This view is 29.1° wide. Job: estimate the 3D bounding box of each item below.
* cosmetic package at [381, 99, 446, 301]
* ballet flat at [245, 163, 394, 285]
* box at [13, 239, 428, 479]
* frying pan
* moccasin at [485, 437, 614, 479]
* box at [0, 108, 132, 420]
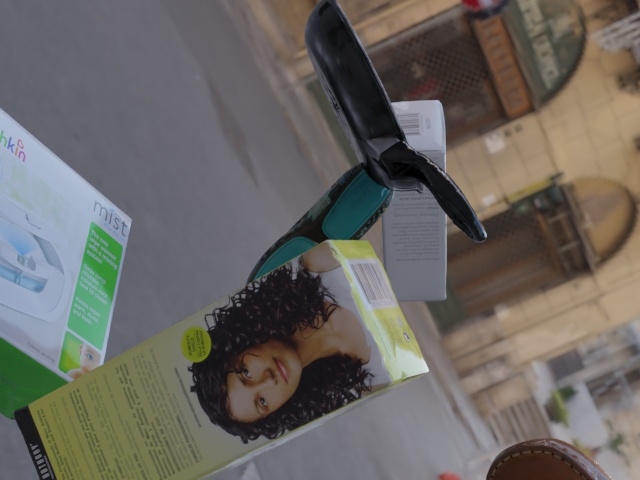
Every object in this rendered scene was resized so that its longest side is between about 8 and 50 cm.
[{"bbox_3d":[0.117,-0.046,1.538,0.117,0.085,0.231,-86,171,-51],"label":"cosmetic package"},{"bbox_3d":[0.000,0.000,1.195,0.070,0.188,0.070,47,3,-3],"label":"ballet flat"},{"bbox_3d":[-0.061,0.086,0.693,0.058,0.232,0.087,-1,63,-64],"label":"box"},{"bbox_3d":[0.061,-0.075,1.052,0.197,0.053,0.326,63,2,-59],"label":"frying pan"},{"bbox_3d":[0.182,0.322,0.833,0.147,0.139,0.380,17,61,-53],"label":"moccasin"},{"bbox_3d":[-0.333,0.017,1.235,0.262,0.126,0.231,45,40,-42],"label":"box"}]
